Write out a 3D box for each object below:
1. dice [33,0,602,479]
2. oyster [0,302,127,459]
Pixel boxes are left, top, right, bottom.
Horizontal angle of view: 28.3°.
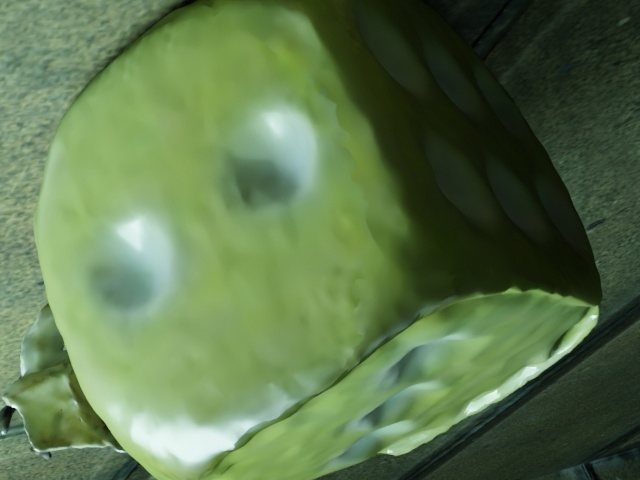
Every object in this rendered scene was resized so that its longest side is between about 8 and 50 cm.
[{"bbox_3d":[0.000,0.000,0.722,0.233,0.226,0.238,-33,157,24],"label":"dice"},{"bbox_3d":[-0.079,0.062,0.888,0.354,0.201,0.107,-39,153,-71],"label":"oyster"}]
